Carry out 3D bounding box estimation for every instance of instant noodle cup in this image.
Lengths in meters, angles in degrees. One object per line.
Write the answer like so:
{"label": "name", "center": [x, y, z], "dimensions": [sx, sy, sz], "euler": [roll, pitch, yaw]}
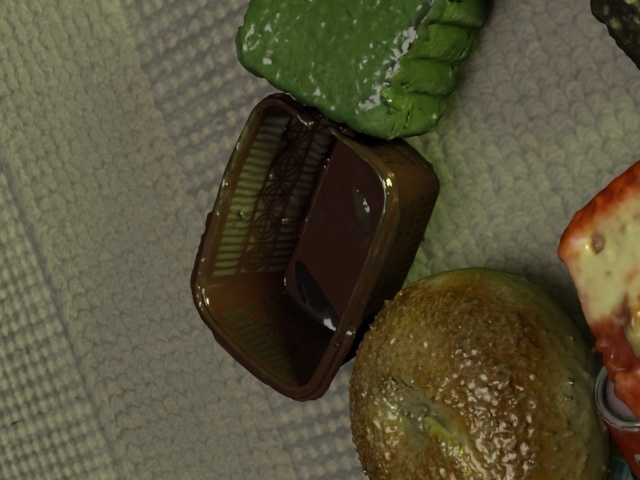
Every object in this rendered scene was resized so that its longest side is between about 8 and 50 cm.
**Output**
{"label": "instant noodle cup", "center": [0.304, 0.157, 1.377], "dimensions": [0.127, 0.135, 0.127], "euler": [-20, 47, 23]}

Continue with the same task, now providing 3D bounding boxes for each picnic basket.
{"label": "picnic basket", "center": [0.000, 0.000, 1.627], "dimensions": [0.222, 0.129, 0.296], "euler": [38, 122, 28]}

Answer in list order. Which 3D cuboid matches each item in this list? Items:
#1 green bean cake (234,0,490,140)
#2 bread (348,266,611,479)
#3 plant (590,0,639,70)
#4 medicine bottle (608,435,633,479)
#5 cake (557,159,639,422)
{"label": "green bean cake", "center": [0.050, -0.230, 1.519], "dimensions": [0.223, 0.125, 0.227], "euler": [33, 113, 30]}
{"label": "bread", "center": [0.138, 0.169, 1.504], "dimensions": [0.306, 0.159, 0.305], "euler": [0, 90, 53]}
{"label": "plant", "center": [0.271, -0.272, 1.314], "dimensions": [0.149, 0.146, 0.274], "euler": [-33, 80, 43]}
{"label": "medicine bottle", "center": [0.354, 0.230, 1.432], "dimensions": [0.218, 0.074, 0.073], "euler": [12, 109, 40]}
{"label": "cake", "center": [0.379, 0.037, 1.229], "dimensions": [0.269, 0.270, 0.319], "euler": [-44, 72, 38]}
